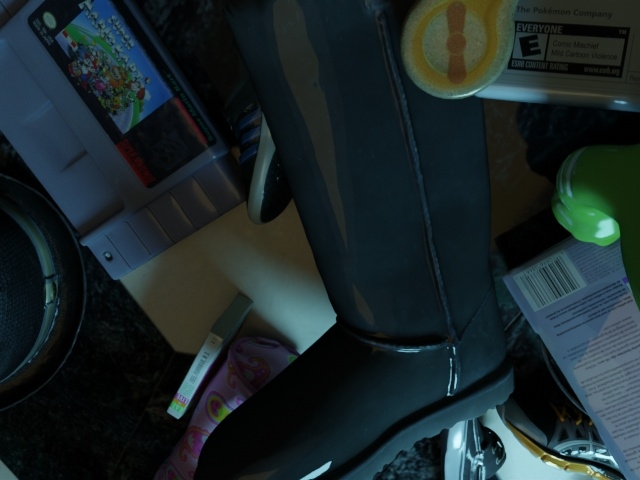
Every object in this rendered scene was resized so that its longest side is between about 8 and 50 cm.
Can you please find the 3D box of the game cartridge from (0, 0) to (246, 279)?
[{"bbox_3d":[-0.258,-0.148,0.616,0.230,0.068,0.355,-28,103,26],"label":"game cartridge"}]

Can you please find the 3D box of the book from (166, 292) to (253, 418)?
[{"bbox_3d":[-0.139,0.146,0.682,0.035,0.096,0.144,32,115,1],"label":"book"}]

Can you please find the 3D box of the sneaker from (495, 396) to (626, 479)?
[{"bbox_3d":[0.307,0.223,0.621,0.215,0.084,0.083,22,102,1],"label":"sneaker"}]

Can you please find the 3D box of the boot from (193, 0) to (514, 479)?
[{"bbox_3d":[0.002,-0.001,0.498,0.367,0.146,0.445,-22,114,-21],"label":"boot"}]

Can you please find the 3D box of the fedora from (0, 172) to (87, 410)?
[{"bbox_3d":[-0.448,0.078,0.636,0.334,0.152,0.334,-2,99,-14],"label":"fedora"}]

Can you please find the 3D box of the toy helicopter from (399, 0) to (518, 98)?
[{"bbox_3d":[0.144,-0.267,0.348,0.235,0.140,0.355,27,112,-4],"label":"toy helicopter"}]

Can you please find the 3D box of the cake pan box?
[{"bbox_3d":[0.343,0.077,0.505,0.267,0.070,0.246,-36,73,22],"label":"cake pan box"}]

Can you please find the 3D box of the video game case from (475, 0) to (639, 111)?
[{"bbox_3d":[0.303,-0.245,0.405,0.329,0.036,0.300,8,95,11],"label":"video game case"}]

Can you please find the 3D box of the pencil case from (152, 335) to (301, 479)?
[{"bbox_3d":[-0.123,0.255,0.714,0.124,0.124,0.284,32,116,0],"label":"pencil case"}]

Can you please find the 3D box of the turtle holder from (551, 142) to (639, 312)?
[{"bbox_3d":[0.317,0.016,0.346,0.320,0.227,0.243,-15,69,39],"label":"turtle holder"}]

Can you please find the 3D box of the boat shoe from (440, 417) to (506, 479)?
[{"bbox_3d":[0.189,0.265,0.663,0.076,0.080,0.229,-2,112,8],"label":"boat shoe"}]

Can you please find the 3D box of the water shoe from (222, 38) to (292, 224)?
[{"bbox_3d":[-0.062,-0.120,0.583,0.080,0.073,0.203,21,113,29],"label":"water shoe"}]
